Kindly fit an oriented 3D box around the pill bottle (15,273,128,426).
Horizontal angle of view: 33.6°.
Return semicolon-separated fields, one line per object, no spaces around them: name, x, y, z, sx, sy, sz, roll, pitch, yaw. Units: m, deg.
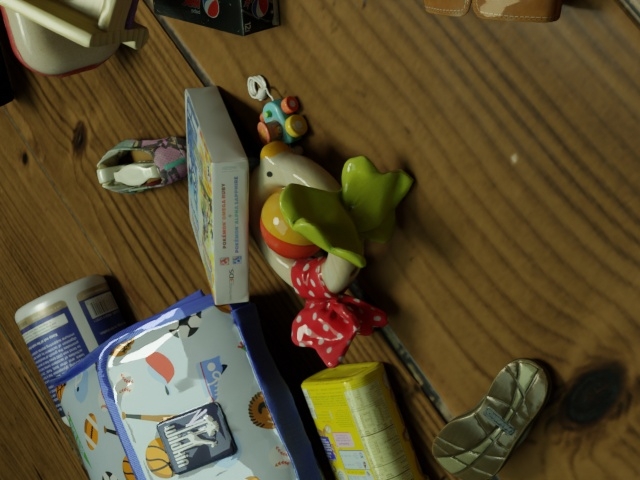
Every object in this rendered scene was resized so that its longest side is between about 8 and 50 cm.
pill bottle;-0.356;0.200;1.656;0.153;0.153;0.264;-26;88;53

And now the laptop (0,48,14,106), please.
laptop;-0.578;-0.315;1.647;0.137;0.264;0.234;-6;110;13

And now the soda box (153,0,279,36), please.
soda box;-0.121;-0.274;1.189;0.169;0.053;0.060;24;127;42

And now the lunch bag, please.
lunch bag;-0.163;0.257;1.386;0.385;0.239;0.327;-29;81;48

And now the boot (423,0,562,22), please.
boot;0.097;-0.305;0.887;0.283;0.109;0.220;19;128;35

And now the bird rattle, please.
bird rattle;0.000;0.000;1.158;0.207;0.143;0.253;43;150;26

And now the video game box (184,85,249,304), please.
video game box;-0.123;-0.057;1.248;0.205;0.048;0.187;-116;21;-56

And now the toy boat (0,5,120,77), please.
toy boat;-0.358;-0.329;1.368;0.151;0.151;0.231;10;117;53

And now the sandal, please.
sandal;0.183;0.185;1.092;0.072;0.049;0.180;44;124;18

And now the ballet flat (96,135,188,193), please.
ballet flat;-0.251;-0.096;1.424;0.221;0.079;0.077;-3;108;51

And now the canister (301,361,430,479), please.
canister;0.052;0.234;1.251;0.126;0.073;0.170;-14;97;53

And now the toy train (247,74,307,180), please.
toy train;-0.069;-0.100;1.230;0.125;0.046;0.166;31;132;36

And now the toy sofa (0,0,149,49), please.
toy sofa;-0.205;-0.392;1.095;0.150;0.177;0.362;27;112;14
